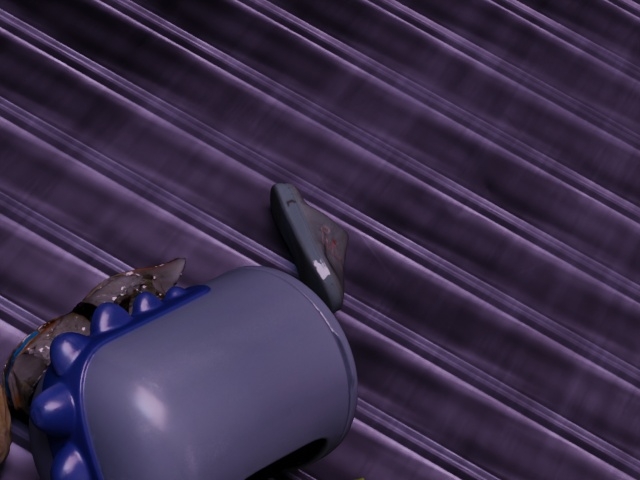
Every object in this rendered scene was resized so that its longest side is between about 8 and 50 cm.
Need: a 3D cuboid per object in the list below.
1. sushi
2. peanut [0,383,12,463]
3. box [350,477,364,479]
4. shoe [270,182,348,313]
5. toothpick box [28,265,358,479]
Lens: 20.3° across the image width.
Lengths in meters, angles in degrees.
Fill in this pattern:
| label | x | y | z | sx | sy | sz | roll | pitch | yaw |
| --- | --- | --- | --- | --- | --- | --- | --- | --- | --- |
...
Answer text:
| label | x | y | z | sx | sy | sz | roll | pitch | yaw |
| --- | --- | --- | --- | --- | --- | --- | --- | --- | --- |
| sushi | -0.259 | 0.111 | 2.048 | 0.109 | 0.134 | 0.273 | 8 | 53 | 29 |
| peanut | -0.397 | 0.166 | 1.959 | 0.083 | 0.093 | 0.194 | -9 | 57 | -39 |
| box | -0.078 | 0.368 | 1.943 | 0.335 | 0.047 | 0.187 | -5 | 55 | -24 |
| shoe | 0.000 | 0.000 | 2.243 | 0.078 | 0.079 | 0.195 | -20 | 55 | -16 |
| toothpick box | -0.157 | 0.175 | 1.898 | 0.263 | 0.263 | 0.354 | 45 | 41 | 18 |
